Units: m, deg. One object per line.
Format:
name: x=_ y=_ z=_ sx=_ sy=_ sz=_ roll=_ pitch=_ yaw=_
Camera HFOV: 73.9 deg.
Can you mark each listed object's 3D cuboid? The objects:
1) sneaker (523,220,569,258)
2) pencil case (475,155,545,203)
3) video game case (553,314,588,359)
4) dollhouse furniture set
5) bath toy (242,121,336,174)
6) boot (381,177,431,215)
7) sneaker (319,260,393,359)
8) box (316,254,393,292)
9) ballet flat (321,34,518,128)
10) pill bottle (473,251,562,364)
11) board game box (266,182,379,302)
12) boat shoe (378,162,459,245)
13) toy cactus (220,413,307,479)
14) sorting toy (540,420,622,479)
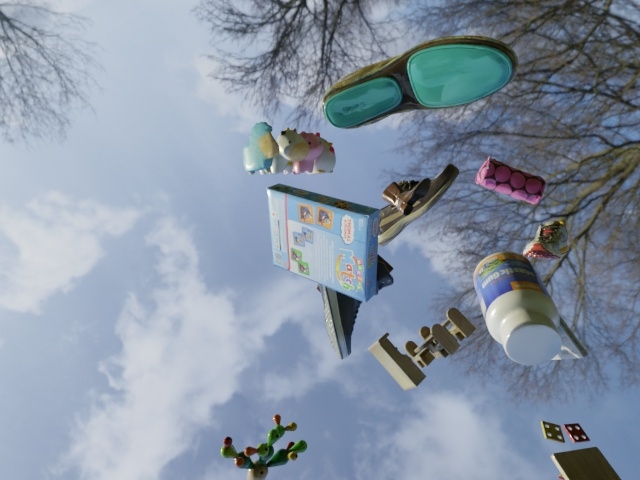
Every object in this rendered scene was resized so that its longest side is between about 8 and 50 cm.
sneaker: x=0.599 y=-0.005 z=1.131 sx=0.088 sy=0.093 sz=0.225 roll=3 pitch=-170 yaw=38
pencil case: x=0.629 y=-0.198 z=1.403 sx=0.209 sy=0.098 sz=0.095 roll=21 pitch=-179 yaw=1
video game case: x=0.671 y=0.270 z=1.289 sx=0.023 sy=0.212 sz=0.193 roll=-29 pitch=-103 yaw=-13
dollhouse furniture set: x=0.292 y=0.299 z=1.275 sx=0.242 sy=0.212 sz=0.161 roll=-36 pitch=-104 yaw=-24
bath toy: x=-0.062 y=-0.251 z=1.193 sx=0.151 sy=0.129 sz=0.348 roll=-1 pitch=-174 yaw=31
boot: x=0.205 y=-0.125 z=1.039 sx=0.037 sy=0.106 sz=0.114 roll=30 pitch=-166 yaw=-32
sneaker: x=0.088 y=0.141 z=0.940 sx=0.163 sy=0.226 sz=0.086 roll=-11 pitch=-172 yaw=-15
box: x=0.126 y=0.140 z=1.576 sx=0.167 sy=0.168 sz=0.203 roll=42 pitch=-137 yaw=11
ballet flat: x=0.165 y=-0.291 z=0.768 sx=0.348 sy=0.123 sz=0.123 roll=-8 pitch=-145 yaw=30
pill bottle: x=0.455 y=0.152 z=0.989 sx=0.152 sy=0.152 sz=0.272 roll=15 pitch=-152 yaw=1
board game box: x=0.000 y=0.000 z=0.736 sx=0.211 sy=0.160 sz=0.039 roll=19 pitch=-146 yaw=34
boat shoe: x=0.279 y=-0.128 z=1.364 sx=0.130 sy=0.355 sz=0.132 roll=48 pitch=-154 yaw=3
toy cactus: x=-0.146 y=0.521 z=1.032 sx=0.219 sy=0.180 sz=0.112 roll=6 pitch=-158 yaw=-37
sorting toy: x=0.613 y=0.548 z=0.979 sx=0.132 sy=0.046 sz=0.274 roll=0 pitch=-143 yaw=-15
